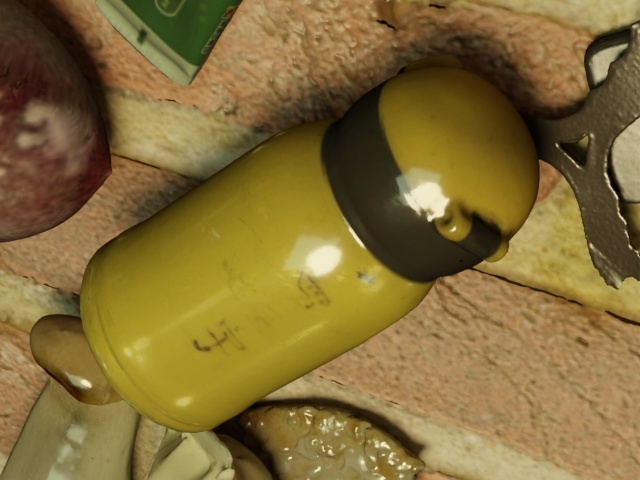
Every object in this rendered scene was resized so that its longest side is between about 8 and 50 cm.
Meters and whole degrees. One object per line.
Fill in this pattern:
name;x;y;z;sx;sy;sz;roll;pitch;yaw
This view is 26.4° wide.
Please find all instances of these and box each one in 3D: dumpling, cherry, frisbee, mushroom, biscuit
dumpling;-0.104;0.205;1.140;0.181;0.111;0.155;-17;82;38
cherry;-0.289;-0.098;1.063;0.266;0.183;0.213;15;129;-2
frisbee;0.182;-0.051;0.959;0.211;0.012;0.187;-9;108;37
mushroom;-0.213;0.206;1.230;0.159;0.122;0.328;4;123;-19
biscuit;-0.036;0.210;1.187;0.290;0.038;0.141;-29;96;33

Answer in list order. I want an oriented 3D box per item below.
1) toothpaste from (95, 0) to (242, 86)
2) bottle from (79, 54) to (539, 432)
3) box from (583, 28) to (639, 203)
toothpaste;-0.029;-0.263;0.945;0.099;0.061;0.392;44;126;-2
bottle;0.000;0.000;0.992;0.351;0.171;0.171;-31;100;31
box;0.250;-0.090;0.929;0.126;0.027;0.125;-7;108;27
